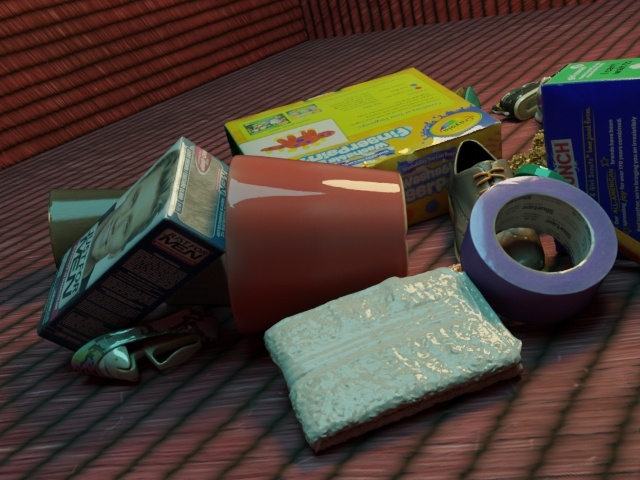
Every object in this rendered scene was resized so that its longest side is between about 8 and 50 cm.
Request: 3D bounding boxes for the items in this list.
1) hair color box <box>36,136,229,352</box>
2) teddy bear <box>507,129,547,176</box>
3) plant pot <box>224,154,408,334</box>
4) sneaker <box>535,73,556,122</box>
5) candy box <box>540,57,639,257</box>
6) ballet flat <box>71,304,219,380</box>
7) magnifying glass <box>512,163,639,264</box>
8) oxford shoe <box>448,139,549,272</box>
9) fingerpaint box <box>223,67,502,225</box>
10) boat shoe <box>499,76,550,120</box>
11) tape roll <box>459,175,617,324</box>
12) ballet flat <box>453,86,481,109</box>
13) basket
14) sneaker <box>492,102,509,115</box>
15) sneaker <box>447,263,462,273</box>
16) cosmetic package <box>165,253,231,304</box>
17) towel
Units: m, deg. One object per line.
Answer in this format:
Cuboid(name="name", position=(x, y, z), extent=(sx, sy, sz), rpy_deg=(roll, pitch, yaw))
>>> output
Cuboid(name="hair color box", position=(-0.279, 0.019, 1.065), extent=(0.347, 0.105, 0.174), rpy_deg=(-36, 36, 31))
Cuboid(name="teddy bear", position=(0.455, -0.136, 1.293), extent=(0.245, 0.113, 0.338), rpy_deg=(-3, 17, 8))
Cuboid(name="plant pot", position=(0.000, 0.000, 1.045), extent=(0.243, 0.275, 0.275), rpy_deg=(-3, 24, 2))
Cuboid(name="sneaker", position=(0.545, -0.313, 1.608), extent=(0.103, 0.111, 0.252), rpy_deg=(-14, 23, 1))
Cuboid(name="candy box", position=(0.485, -0.113, 0.982), extent=(0.317, 0.268, 0.122), rpy_deg=(5, 28, 38))
Cuboid(name="ballet flat", position=(-0.254, 0.162, 1.043), extent=(0.221, 0.077, 0.079), rpy_deg=(-18, 43, -11))
Cuboid(name="magnifying glass", position=(0.374, -0.032, 1.005), extent=(0.231, 0.092, 0.026), rpy_deg=(38, 72, 16))
Cuboid(name="oxford shoe", position=(0.263, -0.048, 1.122), extent=(0.130, 0.133, 0.364), rpy_deg=(-12, 28, 1))
Cuboid(name="fingerpaint box", position=(0.075, -0.164, 1.415), extent=(0.444, 0.163, 0.371), rpy_deg=(-19, 33, -12))
Cuboid(name="boat shoe", position=(0.555, -0.373, 1.773), extent=(0.233, 0.084, 0.079), rpy_deg=(-25, 32, -20))
Cuboid(name="tape roll", position=(0.285, 0.011, 0.941), extent=(0.189, 0.080, 0.189), rpy_deg=(0, 56, 0))
Cuboid(name="ballet flat", position=(0.320, -0.290, 1.712), extent=(0.124, 0.116, 0.342), rpy_deg=(-28, 17, 22))
Cuboid(name="basket", position=(-0.420, -0.029, 1.453), extent=(0.226, 0.204, 0.154), rpy_deg=(-10, -21, -8))
Cuboid(name="sneaker", position=(0.470, -0.345, 1.823), extent=(0.031, 0.035, 0.083), rpy_deg=(-20, 24, -17))
Cuboid(name="sneaker", position=(0.168, 0.090, 0.987), extent=(0.175, 0.064, 0.067), rpy_deg=(-32, 43, -21))
Cuboid(name="cosmetic package", position=(-0.200, -0.004, 1.233), extent=(0.151, 0.184, 0.151), rpy_deg=(-3, 25, 26))
Cuboid(name="towel", position=(0.087, 0.133, 0.870), extent=(0.282, 0.049, 0.187), rpy_deg=(-19, 41, -10))
